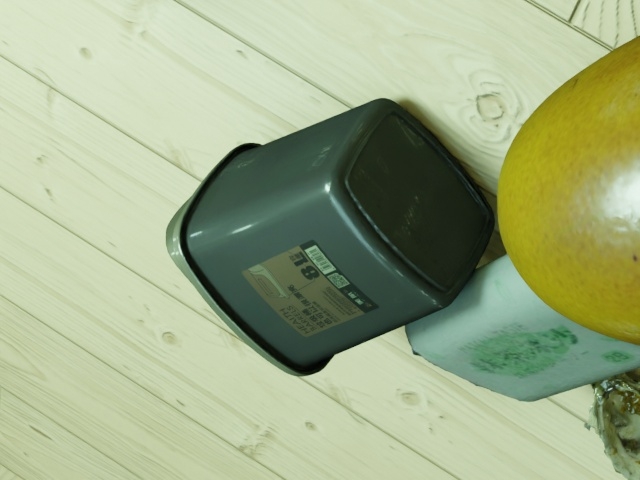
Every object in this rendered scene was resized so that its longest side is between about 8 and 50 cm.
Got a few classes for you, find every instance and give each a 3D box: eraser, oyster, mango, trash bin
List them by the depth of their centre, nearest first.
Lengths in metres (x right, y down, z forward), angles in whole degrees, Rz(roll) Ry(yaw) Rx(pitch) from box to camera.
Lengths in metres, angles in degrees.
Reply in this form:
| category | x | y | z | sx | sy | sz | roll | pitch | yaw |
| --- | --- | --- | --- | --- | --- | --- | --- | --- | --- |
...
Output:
| category | x | y | z | sx | sy | sz | roll | pitch | yaw |
| --- | --- | --- | --- | --- | --- | --- | --- | --- | --- |
| mango | 0.263 | -0.044 | 1.362 | 0.221 | 0.264 | 0.378 | 48 | 163 | -20 |
| eraser | 0.204 | 0.072 | 1.706 | 0.174 | 0.081 | 0.227 | 23 | 155 | -22 |
| trash bin | 0.000 | 0.000 | 1.751 | 0.209 | 0.182 | 0.290 | 48 | 141 | -17 |
| oyster | 0.315 | 0.190 | 1.802 | 0.177 | 0.056 | 0.105 | 42 | 142 | -9 |
